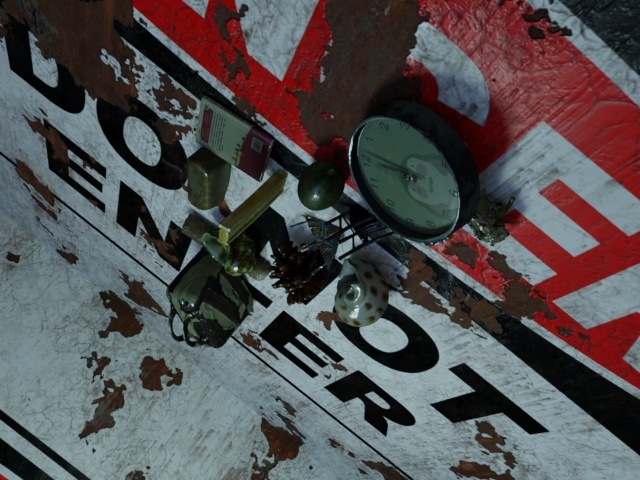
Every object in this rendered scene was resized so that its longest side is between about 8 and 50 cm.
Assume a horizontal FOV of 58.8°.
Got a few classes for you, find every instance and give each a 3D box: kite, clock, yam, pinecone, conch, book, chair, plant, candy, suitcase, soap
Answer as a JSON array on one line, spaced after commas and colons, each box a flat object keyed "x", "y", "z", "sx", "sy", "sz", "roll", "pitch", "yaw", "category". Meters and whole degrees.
[{"x": 0.000, "y": 0.000, "z": 1.643, "sx": 0.160, "sy": 0.010, "sz": 0.183, "roll": -27, "pitch": 83, "yaw": 27, "category": "kite"}, {"x": 0.189, "y": -0.140, "z": 1.220, "sx": 0.319, "sy": 0.066, "sz": 0.319, "roll": 37, "pitch": 147, "yaw": 29, "category": "clock"}, {"x": -0.334, "y": 0.030, "z": 2.010, "sx": 0.356, "sy": 0.081, "sz": 0.081, "roll": 33, "pitch": 148, "yaw": 8, "category": "yam"}, {"x": -0.073, "y": 0.094, "z": 1.741, "sx": 0.195, "sy": 0.179, "sz": 0.150, "roll": 58, "pitch": 180, "yaw": 9, "category": "pinecone"}, {"x": -0.293, "y": 0.036, "z": 1.915, "sx": 0.187, "sy": 0.124, "sz": 0.181, "roll": -3, "pitch": 107, "yaw": 46, "category": "conch"}, {"x": -0.240, "y": -0.276, "z": 1.559, "sx": 0.232, "sy": 0.022, "sz": 0.162, "roll": 33, "pitch": 138, "yaw": 8, "category": "book"}, {"x": 0.121, "y": -0.044, "z": 1.481, "sx": 0.212, "sy": 0.101, "sz": 0.084, "roll": -28, "pitch": 117, "yaw": 16, "category": "chair"}, {"x": 0.375, "y": -0.055, "z": 1.222, "sx": 0.116, "sy": 0.104, "sz": 0.122, "roll": 20, "pitch": 133, "yaw": -43, "category": "plant"}, {"x": 0.120, "y": 0.162, "z": 1.661, "sx": 0.148, "sy": 0.183, "sz": 0.275, "roll": 8, "pitch": 156, "yaw": -11, "category": "conch"}, {"x": -0.340, "y": -0.185, "z": 1.717, "sx": 0.102, "sy": 0.104, "sz": 0.234, "roll": 36, "pitch": 148, "yaw": 13, "category": "candy"}, {"x": -0.432, "y": 0.235, "z": 2.121, "sx": 0.194, "sy": 0.339, "sz": 0.352, "roll": 17, "pitch": 144, "yaw": 29, "category": "suitcase"}, {"x": -0.183, "y": -0.090, "z": 1.542, "sx": 0.037, "sy": 0.252, "sz": 0.092, "roll": 36, "pitch": 149, "yaw": 9, "category": "soap"}]

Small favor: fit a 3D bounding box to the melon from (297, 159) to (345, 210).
[{"x": 0.001, "y": -0.138, "z": 1.428, "sx": 0.114, "sy": 0.114, "sz": 0.167, "roll": 39, "pitch": 151, "yaw": -3, "category": "melon"}]

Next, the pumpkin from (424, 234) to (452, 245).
[{"x": 0.269, "y": -0.024, "z": 1.366, "sx": 0.083, "sy": 0.054, "sz": 0.074, "roll": -17, "pitch": 124, "yaw": 47, "category": "pumpkin"}]
